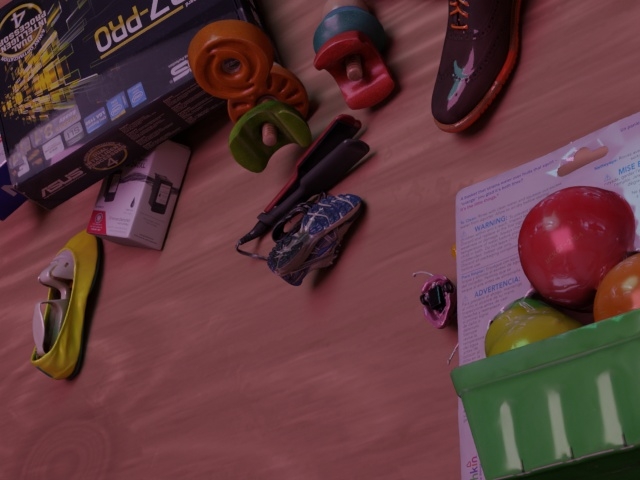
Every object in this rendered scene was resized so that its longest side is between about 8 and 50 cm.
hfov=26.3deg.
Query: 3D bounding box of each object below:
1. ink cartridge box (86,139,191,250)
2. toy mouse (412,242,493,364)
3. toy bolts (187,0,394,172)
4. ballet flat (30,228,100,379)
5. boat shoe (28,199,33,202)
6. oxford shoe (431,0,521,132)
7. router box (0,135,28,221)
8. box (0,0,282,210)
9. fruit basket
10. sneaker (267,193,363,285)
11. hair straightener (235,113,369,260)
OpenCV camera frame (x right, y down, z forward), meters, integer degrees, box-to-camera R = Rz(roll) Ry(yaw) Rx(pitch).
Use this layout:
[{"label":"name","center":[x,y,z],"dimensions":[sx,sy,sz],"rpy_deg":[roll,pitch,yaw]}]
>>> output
[{"label":"ink cartridge box","center":[-0.252,-0.069,1.904],"dimensions":[0.109,0.063,0.150],"rpy_deg":[6,77,49]},{"label":"toy mouse","center":[0.154,0.064,1.425],"dimensions":[0.161,0.031,0.143],"rpy_deg":[-7,67,46]},{"label":"toy bolts","center":[-0.038,-0.231,1.665],"dimensions":[0.229,0.218,0.158],"rpy_deg":[-25,39,16]},{"label":"ballet flat","center":[-0.367,0.082,1.947],"dimensions":[0.077,0.077,0.230],"rpy_deg":[-14,62,44]},{"label":"boat shoe","center":[-0.444,-0.119,2.154],"dimensions":[0.040,0.049,0.142],"rpy_deg":[-32,46,52]},{"label":"oxford shoe","center":[0.165,-0.254,1.509],"dimensions":[0.097,0.098,0.271],"rpy_deg":[10,80,49]},{"label":"router box","center":[-0.432,-0.243,2.118],"dimensions":[0.335,0.082,0.301],"rpy_deg":[-38,47,14]},{"label":"box","center":[-0.275,-0.268,1.893],"dimensions":[0.395,0.097,0.318],"rpy_deg":[-29,59,15]},{"label":"fruit basket","center":[0.258,0.057,1.245],"dimensions":[0.327,0.165,0.353],"rpy_deg":[-24,46,38]},{"label":"sneaker","center":[0.000,0.000,1.610],"dimensions":[0.135,0.058,0.052],"rpy_deg":[-41,39,-5]},{"label":"hair straightener","center":[-0.024,-0.048,1.658],"dimensions":[0.230,0.047,0.089],"rpy_deg":[-43,46,26]}]
